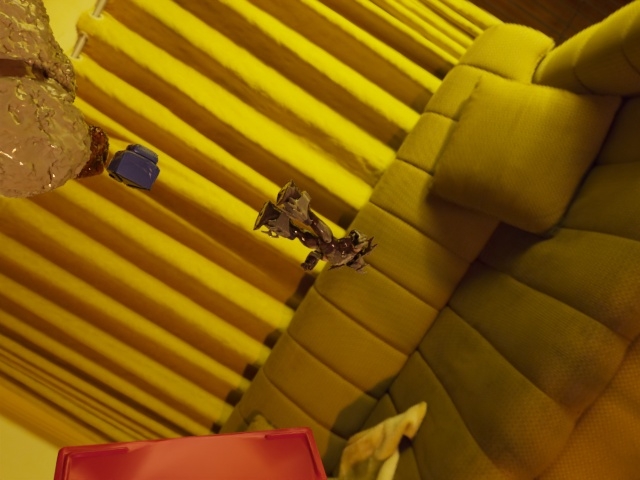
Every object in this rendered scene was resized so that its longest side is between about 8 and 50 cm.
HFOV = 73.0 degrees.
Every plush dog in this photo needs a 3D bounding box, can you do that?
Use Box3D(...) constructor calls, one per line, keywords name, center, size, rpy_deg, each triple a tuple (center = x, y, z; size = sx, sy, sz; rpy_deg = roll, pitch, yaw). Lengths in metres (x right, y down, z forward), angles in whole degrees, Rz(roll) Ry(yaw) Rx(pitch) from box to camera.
Box3D(name="plush dog", center=(-0.318, -0.151, 0.428), size=(0.210, 0.226, 0.262), rpy_deg=(-24, 1, 33))

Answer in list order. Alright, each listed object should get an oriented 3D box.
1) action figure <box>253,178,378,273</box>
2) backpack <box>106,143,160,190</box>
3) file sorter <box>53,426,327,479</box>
Box3D(name="action figure", center=(0.000, 0.000, 0.951), size=(0.185, 0.285, 0.099), rpy_deg=(-36, 30, 35))
Box3D(name="backpack", center=(-0.440, -0.173, 1.024), size=(0.120, 0.098, 0.101), rpy_deg=(9, 68, 50))
Box3D(name="file sorter", center=(-0.084, 0.315, 0.286), size=(0.182, 0.201, 0.291), rpy_deg=(-68, 30, 28))
